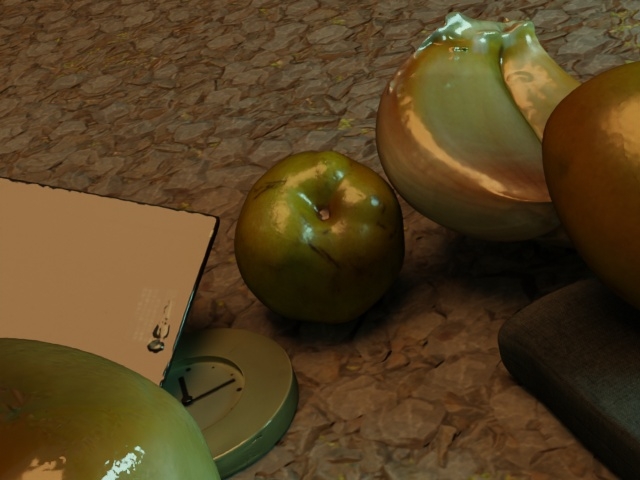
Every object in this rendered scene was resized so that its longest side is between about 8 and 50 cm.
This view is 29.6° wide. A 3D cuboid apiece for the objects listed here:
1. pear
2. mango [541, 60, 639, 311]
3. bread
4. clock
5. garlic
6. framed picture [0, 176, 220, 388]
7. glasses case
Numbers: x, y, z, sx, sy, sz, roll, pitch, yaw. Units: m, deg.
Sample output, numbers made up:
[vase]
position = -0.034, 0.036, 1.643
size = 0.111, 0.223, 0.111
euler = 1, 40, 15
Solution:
[pear]
position = 0.000, 0.000, 1.342
size = 0.200, 0.200, 0.200
euler = -11, 33, 7
[mango]
position = 0.422, -0.040, 1.106
size = 0.446, 0.232, 0.300
euler = 12, 78, 2
[bread]
position = -0.277, 0.231, 1.035
size = 0.376, 0.253, 0.348
euler = 17, 35, 39
[clock]
position = -0.139, 0.175, 1.281
size = 0.235, 0.029, 0.235
euler = -12, 31, 7
[garlic]
position = 0.221, -0.103, 1.328
size = 0.249, 0.286, 0.313
euler = -41, 62, 23
[framed picture]
position = -0.304, 0.054, 1.330
size = 0.339, 0.014, 0.255
euler = 10, 63, 13
[glasses case]
position = 0.295, 0.145, 1.099
size = 0.131, 0.074, 0.323
euler = -26, 34, -14
